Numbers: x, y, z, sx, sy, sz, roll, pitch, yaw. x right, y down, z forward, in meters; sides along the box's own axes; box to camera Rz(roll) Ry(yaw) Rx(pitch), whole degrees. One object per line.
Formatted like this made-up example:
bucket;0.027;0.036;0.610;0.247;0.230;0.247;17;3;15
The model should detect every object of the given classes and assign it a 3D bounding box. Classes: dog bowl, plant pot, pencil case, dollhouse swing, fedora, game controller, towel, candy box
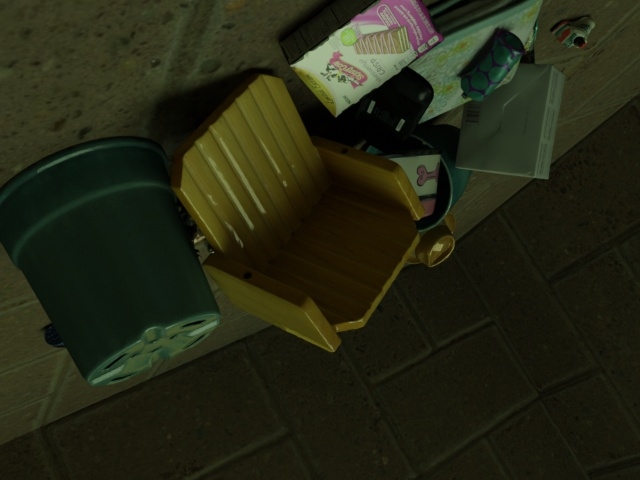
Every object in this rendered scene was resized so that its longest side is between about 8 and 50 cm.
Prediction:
dog bowl;0.084;-0.109;1.631;0.407;0.151;0.408;-9;-177;0
plant pot;0.287;-0.194;1.908;0.255;0.272;0.271;-33;173;-47
pencil case;0.345;-0.351;1.428;0.152;0.070;0.064;-52;-176;47
dollhouse swing;-0.024;-0.072;1.211;0.347;0.315;0.305;-53;150;-29
fedora;0.318;0.010;1.986;0.194;0.079;0.194;-19;140;-17
game controller;0.122;-0.273;1.419;0.319;0.166;0.067;117;-3;-75
towel;0.277;-0.385;1.482;0.374;0.090;0.320;-25;162;-9
plant pot;-0.360;0.052;1.249;0.341;0.334;0.341;-27;166;-7
candy box;0.071;-0.335;1.188;0.233;0.071;0.159;-33;141;15

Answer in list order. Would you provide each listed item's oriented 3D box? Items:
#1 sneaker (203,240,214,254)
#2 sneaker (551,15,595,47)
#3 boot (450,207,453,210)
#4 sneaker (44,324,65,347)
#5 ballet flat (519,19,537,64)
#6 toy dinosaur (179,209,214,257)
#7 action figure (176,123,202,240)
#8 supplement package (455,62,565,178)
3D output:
sneaker;-0.201;-0.027;1.813;0.121;0.099;0.262;-8;154;-46
sneaker;0.667;-0.531;1.827;0.161;0.075;0.057;-19;163;-37
boot;0.443;-0.224;2.263;0.203;0.095;0.262;-50;159;-32
sneaker;-0.614;0.219;1.884;0.232;0.082;0.090;-21;168;-6
ballet flat;0.468;-0.473;1.659;0.077;0.091;0.241;-2;169;15
toy dinosaur;-0.227;-0.067;1.541;0.295;0.201;0.127;-3;171;19
action figure;-0.209;-0.101;1.383;0.140;0.164;0.276;9;146;-11
supplement package;0.466;-0.294;1.737;0.203;0.262;0.145;11;-173;30
